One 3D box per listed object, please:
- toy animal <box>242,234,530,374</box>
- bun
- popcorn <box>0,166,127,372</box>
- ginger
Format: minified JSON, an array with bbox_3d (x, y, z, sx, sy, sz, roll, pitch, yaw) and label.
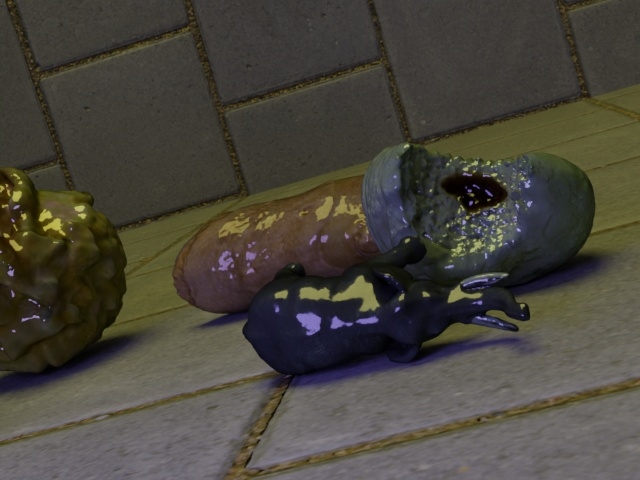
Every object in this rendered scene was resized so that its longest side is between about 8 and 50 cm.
[{"bbox_3d":[0.056,0.052,0.889,0.270,0.082,0.137,-8,13,29],"label":"toy animal"},{"bbox_3d":[0.139,-0.016,1.013,0.212,0.126,0.204,-2,-10,45],"label":"bun"},{"bbox_3d":[-0.344,0.040,1.279,0.259,0.259,0.212,-20,29,-22],"label":"popcorn"},{"bbox_3d":[0.000,0.000,1.259,0.354,0.126,0.190,-18,17,10],"label":"ginger"}]
